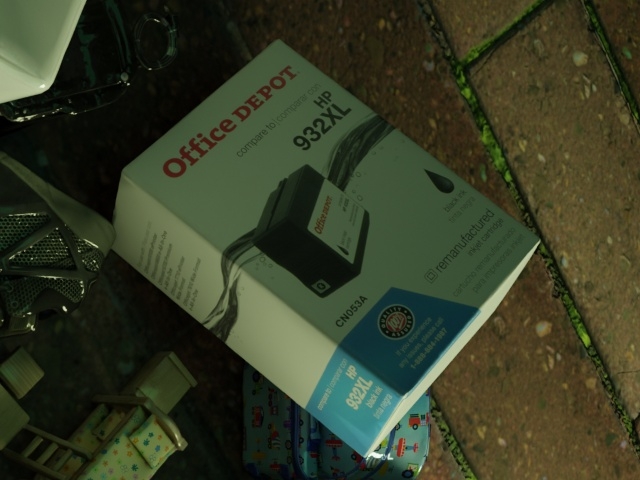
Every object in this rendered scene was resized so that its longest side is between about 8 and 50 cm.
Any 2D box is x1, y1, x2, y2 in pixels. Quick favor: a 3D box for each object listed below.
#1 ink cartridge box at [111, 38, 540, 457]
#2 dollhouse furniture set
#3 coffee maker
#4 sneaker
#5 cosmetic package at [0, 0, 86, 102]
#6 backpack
[{"bbox_3d":[0.000,0.000,1.218,0.307,0.129,0.223,38,57,11],"label":"ink cartridge box"},{"bbox_3d":[-0.192,0.130,1.169,0.182,0.101,0.161,-50,116,-30],"label":"dollhouse furniture set"},{"bbox_3d":[-0.233,-0.137,1.105,0.171,0.178,0.120,9,82,-36],"label":"coffee maker"},{"bbox_3d":[-0.277,-0.002,1.119,0.227,0.087,0.130,37,59,-37],"label":"sneaker"},{"bbox_3d":[-0.322,-0.317,0.909,0.327,0.329,0.394,33,64,-37],"label":"cosmetic package"},{"bbox_3d":[0.019,0.162,1.292,0.117,0.173,0.158,7,83,-39],"label":"backpack"}]
